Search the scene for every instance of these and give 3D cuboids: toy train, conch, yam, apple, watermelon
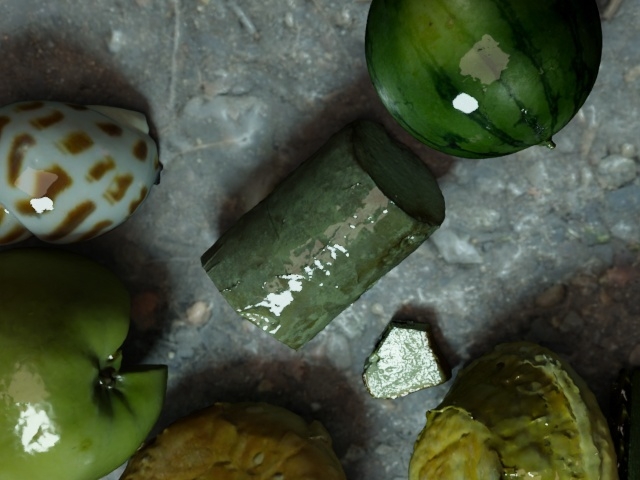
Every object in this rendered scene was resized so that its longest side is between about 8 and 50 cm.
[{"bbox_3d":[0.356,0.247,1.740,0.090,0.225,0.137,14,128,4],"label":"toy train"},{"bbox_3d":[-0.324,-0.067,1.749,0.275,0.149,0.182,-23,101,13],"label":"conch"},{"bbox_3d":[0.000,0.000,1.728,0.268,0.161,0.161,-41,100,16],"label":"yam"},{"bbox_3d":[-0.318,0.150,1.760,0.254,0.292,0.291,-2,112,41],"label":"apple"},{"bbox_3d":[0.168,-0.202,1.587,0.242,0.242,0.242,3,110,7],"label":"watermelon"}]

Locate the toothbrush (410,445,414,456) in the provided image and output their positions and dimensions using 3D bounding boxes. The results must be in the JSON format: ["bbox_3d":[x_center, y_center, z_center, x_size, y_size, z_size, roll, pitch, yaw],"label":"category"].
[{"bbox_3d":[0.133,0.344,1.903,0.022,0.017,0.204,-5,110,20],"label":"toothbrush"}]

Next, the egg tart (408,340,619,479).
[{"bbox_3d":[0.194,0.273,1.718,0.132,0.341,0.341,-1,115,-32],"label":"egg tart"}]

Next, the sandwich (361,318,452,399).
[{"bbox_3d":[0.093,0.141,1.826,0.105,0.035,0.093,-24,106,17],"label":"sandwich"}]

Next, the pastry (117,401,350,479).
[{"bbox_3d":[-0.101,0.341,1.826,0.316,0.184,0.284,-29,61,8],"label":"pastry"}]
